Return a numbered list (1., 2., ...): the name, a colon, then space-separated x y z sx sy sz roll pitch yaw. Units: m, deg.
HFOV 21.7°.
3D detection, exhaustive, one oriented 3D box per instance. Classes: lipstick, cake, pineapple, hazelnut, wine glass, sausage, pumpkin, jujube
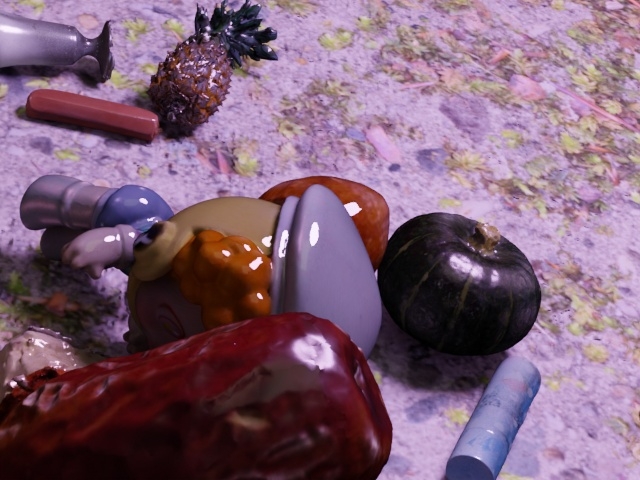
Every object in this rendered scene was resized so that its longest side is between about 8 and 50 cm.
1. lipstick: 0.163 0.171 1.563 0.048 0.048 0.158 25 39 9
2. cake: -0.182 0.132 1.424 0.220 0.117 0.086 -4 37 -23
3. pineapple: -0.122 -0.193 1.857 0.103 0.083 0.221 9 37 15
4. hazelnut: 0.000 0.000 1.627 0.143 0.154 0.143 18 58 -31
5. wine glass: -0.304 -0.214 1.826 0.155 0.072 0.072 4 41 -16
6. sausage: -0.241 -0.134 1.785 0.147 0.030 0.035 11 40 -8
7. pumpkin: 0.135 0.041 1.645 0.167 0.125 0.167 3 36 -2
8. jujube: -0.107 0.171 1.272 0.318 0.223 0.223 -25 42 10

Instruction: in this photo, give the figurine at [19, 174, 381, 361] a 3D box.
1. figurine: -0.111 0.009 1.482 0.382 0.224 0.205 29 63 25
